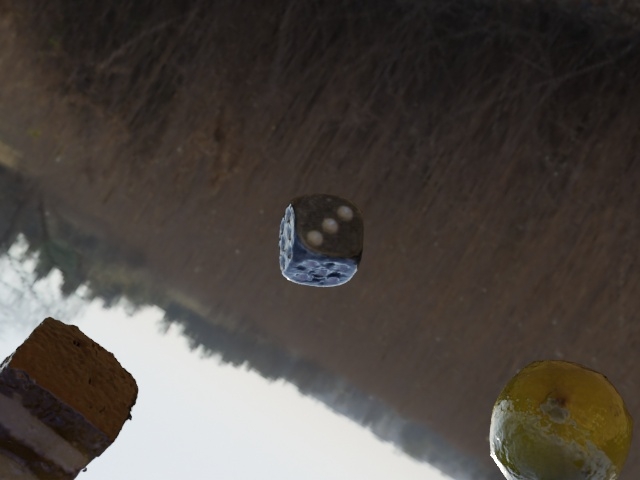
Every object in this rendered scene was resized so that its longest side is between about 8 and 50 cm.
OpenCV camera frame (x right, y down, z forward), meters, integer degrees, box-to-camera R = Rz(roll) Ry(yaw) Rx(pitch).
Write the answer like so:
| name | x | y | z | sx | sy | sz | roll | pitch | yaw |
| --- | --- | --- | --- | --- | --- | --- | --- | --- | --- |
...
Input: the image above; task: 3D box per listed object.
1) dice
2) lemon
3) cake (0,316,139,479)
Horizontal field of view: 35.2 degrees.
| name | x | y | z | sx | sy | sz | roll | pitch | yaw |
| --- | --- | --- | --- | --- | --- | --- | --- | --- | --- |
| dice | 0.000 | 0.000 | 2.475 | 0.183 | 0.182 | 0.181 | 7 | 151 | -15 |
| lemon | 0.429 | 0.342 | 1.805 | 0.260 | 0.260 | 0.284 | 24 | 150 | 49 |
| cake | -0.429 | 0.285 | 1.479 | 0.196 | 0.293 | 0.199 | 39 | -166 | -12 |
